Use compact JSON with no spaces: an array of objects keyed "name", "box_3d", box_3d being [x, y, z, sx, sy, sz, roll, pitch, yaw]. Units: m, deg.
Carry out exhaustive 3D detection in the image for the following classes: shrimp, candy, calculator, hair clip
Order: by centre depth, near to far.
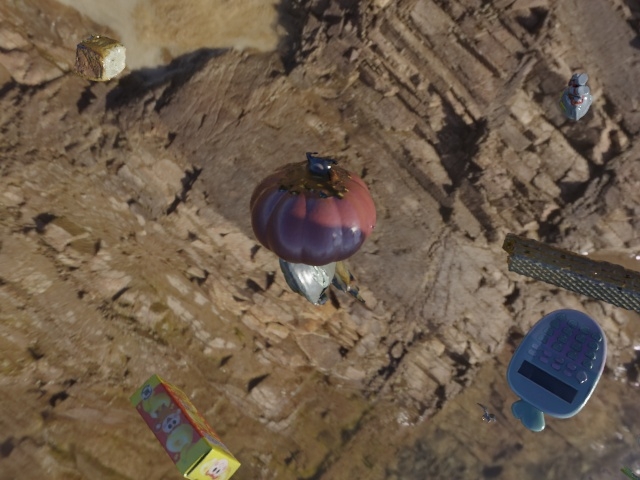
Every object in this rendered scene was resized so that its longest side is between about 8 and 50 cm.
[{"name":"hair clip","box_3d":[0.750,0.552,1.307,0.033,0.189,0.060,-59,143,-13]},{"name":"calculator","box_3d":[0.539,0.297,1.384,0.186,0.041,0.298,29,83,21]},{"name":"candy","box_3d":[-0.321,0.447,1.407,0.088,0.276,0.146,-44,140,-11]},{"name":"shrimp","box_3d":[-0.007,0.092,1.506,0.145,0.059,0.254,-38,87,-1]}]

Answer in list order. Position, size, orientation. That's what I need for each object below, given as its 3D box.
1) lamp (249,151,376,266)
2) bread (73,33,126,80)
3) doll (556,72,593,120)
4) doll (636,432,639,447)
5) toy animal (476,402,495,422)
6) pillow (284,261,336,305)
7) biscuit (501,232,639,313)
[{"name":"lamp","box_3d":[-0.011,-0.048,0.842,0.182,0.182,0.140,-9,129,-16]},{"name":"bread","box_3d":[-0.435,-0.356,1.185,0.070,0.076,0.083,24,40,5]},{"name":"doll","box_3d":[0.578,-0.324,1.352,0.079,0.180,0.093,-7,81,17]},{"name":"doll","box_3d":[0.813,0.366,1.104,0.161,0.423,0.348,62,36,-17]},{"name":"toy animal","box_3d":[0.477,0.506,1.724,0.084,0.028,0.050,43,40,-21]},{"name":"pillow","box_3d":[0.000,0.000,1.225,0.169,0.059,0.255,58,37,-37]},{"name":"biscuit","box_3d":[0.536,0.075,1.155,0.379,0.094,0.054,19,72,17]}]
